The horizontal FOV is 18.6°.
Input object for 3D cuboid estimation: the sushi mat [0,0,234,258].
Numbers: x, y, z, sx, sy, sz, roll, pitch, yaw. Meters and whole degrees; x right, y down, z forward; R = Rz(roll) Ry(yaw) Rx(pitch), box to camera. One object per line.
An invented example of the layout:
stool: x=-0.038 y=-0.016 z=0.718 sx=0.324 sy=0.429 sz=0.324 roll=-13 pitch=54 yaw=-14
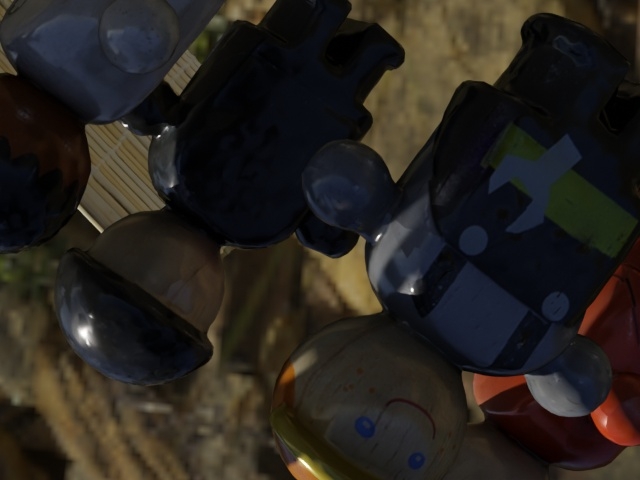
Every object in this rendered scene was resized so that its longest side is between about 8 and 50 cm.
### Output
sushi mat: x=-0.150 y=-0.113 z=1.124 sx=0.019 sy=0.151 sz=0.316 roll=-30 pitch=110 yaw=40

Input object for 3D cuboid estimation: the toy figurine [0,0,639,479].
toy figurine: x=0.000 y=0.000 z=0.567 sx=0.213 sy=0.148 sz=0.209 roll=35 pitch=177 yaw=20
